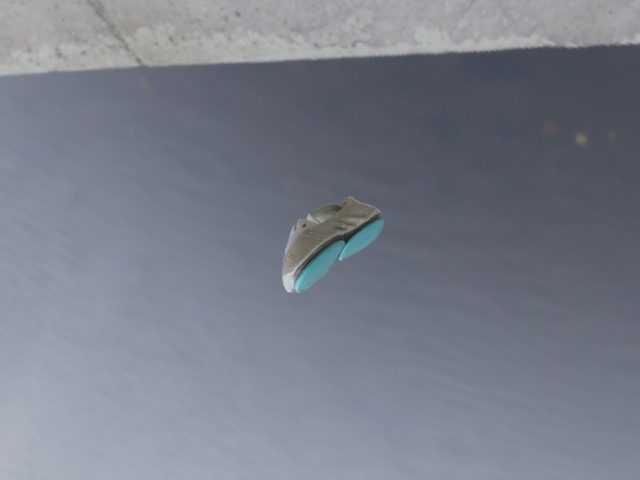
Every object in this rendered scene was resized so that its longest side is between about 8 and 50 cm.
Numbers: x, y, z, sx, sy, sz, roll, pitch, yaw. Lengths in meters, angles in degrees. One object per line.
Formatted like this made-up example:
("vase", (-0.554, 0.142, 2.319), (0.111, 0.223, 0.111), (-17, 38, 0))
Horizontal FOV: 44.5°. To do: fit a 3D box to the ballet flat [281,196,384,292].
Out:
("ballet flat", (0.000, 0.000, 0.690), (0.052, 0.168, 0.057), (36, 118, 15))
